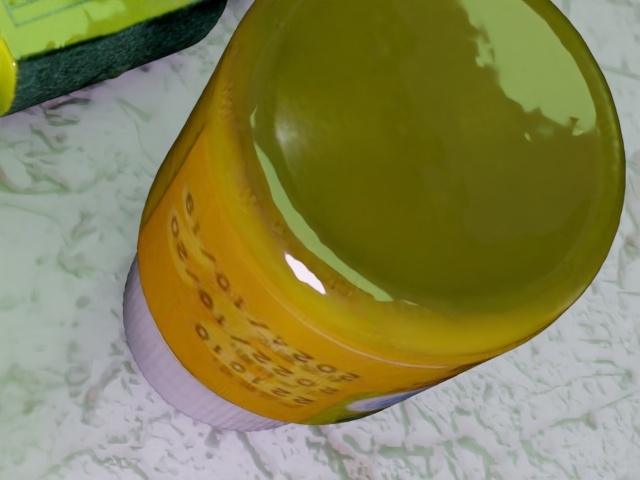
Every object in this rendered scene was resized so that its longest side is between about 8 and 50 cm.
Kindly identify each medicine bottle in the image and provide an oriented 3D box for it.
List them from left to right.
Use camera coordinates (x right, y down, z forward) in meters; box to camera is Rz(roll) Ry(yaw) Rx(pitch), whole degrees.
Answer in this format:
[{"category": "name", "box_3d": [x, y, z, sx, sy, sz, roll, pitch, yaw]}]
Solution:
[{"category": "medicine bottle", "box_3d": [0.000, 0.000, 0.748, 0.224, 0.384, 0.224, 6, 71, -18]}]

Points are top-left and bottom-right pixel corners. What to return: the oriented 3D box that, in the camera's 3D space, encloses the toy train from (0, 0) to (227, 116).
[{"category": "toy train", "box_3d": [-0.211, -0.241, 0.879, 0.442, 0.179, 0.272, -26, 91, -25]}]
